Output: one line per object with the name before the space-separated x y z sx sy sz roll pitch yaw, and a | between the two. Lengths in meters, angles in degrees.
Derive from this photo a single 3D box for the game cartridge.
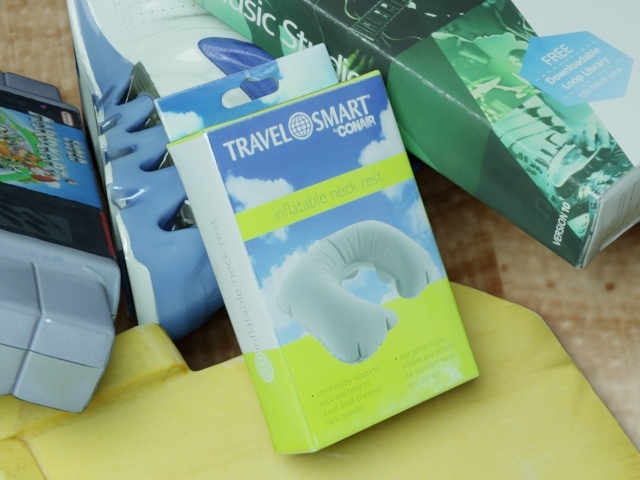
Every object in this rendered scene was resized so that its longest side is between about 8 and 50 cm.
game cartridge | -0.224 -0.037 1.004 0.230 0.355 0.068 12 110 -17

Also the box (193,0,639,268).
box | 0.087 -0.139 1.051 0.322 0.058 0.232 35 50 26

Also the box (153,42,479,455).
box | 0.000 0.000 0.946 0.109 0.042 0.178 -22 95 -33

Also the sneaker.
sneaker | -0.041 -0.081 1.108 0.182 0.127 0.315 -9 52 -9

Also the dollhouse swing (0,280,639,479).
dollhouse swing | -0.007 0.238 1.006 0.347 0.305 0.315 55 134 26
